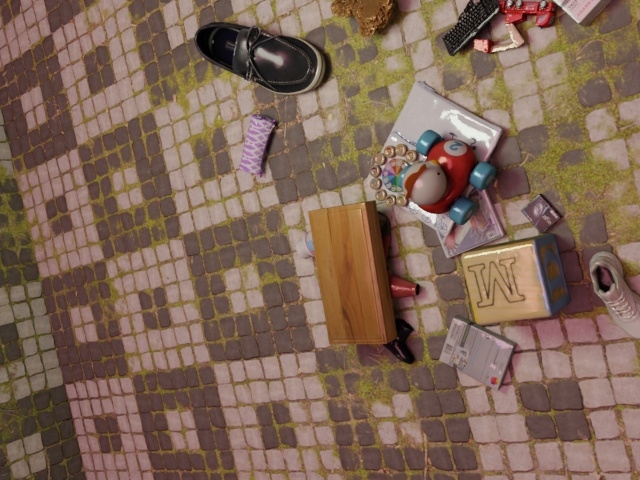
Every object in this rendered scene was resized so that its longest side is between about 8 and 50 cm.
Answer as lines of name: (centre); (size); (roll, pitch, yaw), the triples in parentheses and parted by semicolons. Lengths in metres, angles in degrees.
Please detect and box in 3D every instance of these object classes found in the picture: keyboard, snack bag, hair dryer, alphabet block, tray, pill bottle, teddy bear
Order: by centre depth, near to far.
alphabet block: (0.504, 0.099, 1.704); (0.197, 0.192, 0.194); (-13, 87, 34)
keyboard: (0.394, -0.586, 1.756); (0.180, 0.023, 0.108); (-41, 46, 39)
snack bag: (0.313, -0.233, 1.863); (0.323, 0.037, 0.343); (39, 114, 29)
teddy bear: (0.114, -0.743, 1.920); (0.338, 0.113, 0.245); (42, 111, 31)
tray: (0.092, 0.100, 1.961); (0.202, 0.076, 0.411); (-7, 95, 34)
hair dryer: (0.182, 0.072, 1.992); (0.293, 0.080, 0.224); (46, 119, 21)
pill bottle: (0.000, 0.000, 2.104); (0.160, 0.087, 0.087); (-28, 80, 35)

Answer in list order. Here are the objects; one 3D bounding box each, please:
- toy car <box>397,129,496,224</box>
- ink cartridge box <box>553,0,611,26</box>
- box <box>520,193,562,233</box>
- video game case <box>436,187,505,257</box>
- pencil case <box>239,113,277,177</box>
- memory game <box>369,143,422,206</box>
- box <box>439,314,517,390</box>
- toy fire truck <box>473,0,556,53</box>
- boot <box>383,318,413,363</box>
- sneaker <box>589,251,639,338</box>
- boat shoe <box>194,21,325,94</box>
toy car: (0.291, -0.166, 1.706); (0.219, 0.238, 0.210); (37, 111, 25)
ink cartridge box: (0.620, -0.608, 1.595); (0.150, 0.063, 0.109); (52, 121, 18)
box: (0.577, -0.070, 1.730); (0.067, 0.018, 0.083); (-47, 70, 31)
video game case: (0.397, -0.074, 1.854); (0.183, 0.023, 0.201); (-26, 82, 35)
pencil case: (-0.209, -0.322, 2.212); (0.088, 0.086, 0.206); (20, 111, 7)
memory game: (0.218, -0.187, 1.909); (0.186, 0.012, 0.186); (2, 94, 38)
box: (0.442, 0.316, 1.870); (0.186, 0.038, 0.145); (25, 111, 31)
toy fire truck: (0.499, -0.546, 1.699); (0.192, 0.047, 0.135); (15, 106, 32)
boot: (0.250, 0.302, 2.001); (0.121, 0.045, 0.099); (38, 113, 26)
sneaker: (0.716, 0.142, 1.604); (0.090, 0.115, 0.232); (-38, 75, 33)
boat shoe: (-0.206, -0.592, 2.125); (0.500, 0.156, 0.187); (26, 109, 28)
